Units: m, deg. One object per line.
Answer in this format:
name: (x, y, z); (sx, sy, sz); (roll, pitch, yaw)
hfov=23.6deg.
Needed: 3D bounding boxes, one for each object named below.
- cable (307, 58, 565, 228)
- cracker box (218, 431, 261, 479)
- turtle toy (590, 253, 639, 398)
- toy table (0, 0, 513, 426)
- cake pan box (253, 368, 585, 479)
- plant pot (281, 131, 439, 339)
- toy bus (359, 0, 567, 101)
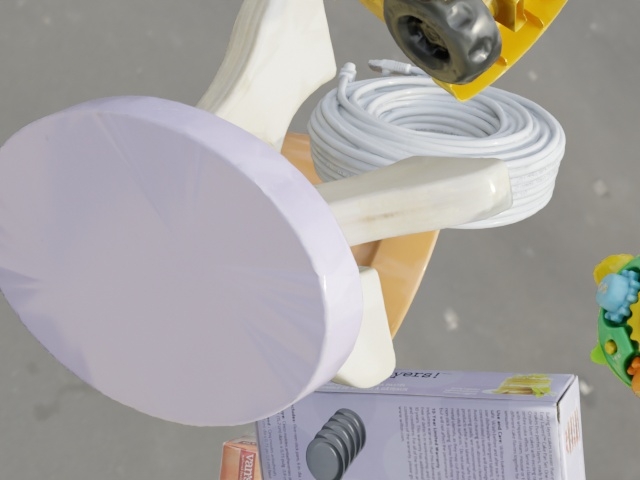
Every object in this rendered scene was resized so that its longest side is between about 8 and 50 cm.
cable: (0.113, -0.093, 1.538); (0.257, 0.089, 0.257); (13, 26, 14)
cracker box: (-0.037, 0.257, 1.432); (0.232, 0.067, 0.155); (9, 88, -77)
turtle toy: (0.193, 0.035, 0.765); (0.066, 0.130, 0.095); (7, 60, -65)
toy table: (-0.044, -0.013, 0.842); (0.161, 0.274, 0.252); (-27, 124, -40)
cake pan box: (0.082, 0.231, 1.169); (0.070, 0.246, 0.267); (-31, 117, -61)
plant pot: (0.000, 0.000, 1.803); (0.203, 0.291, 0.291); (23, 42, -7)
toy bus: (0.059, -0.227, 0.930); (0.211, 0.220, 0.149); (37, 70, 22)
